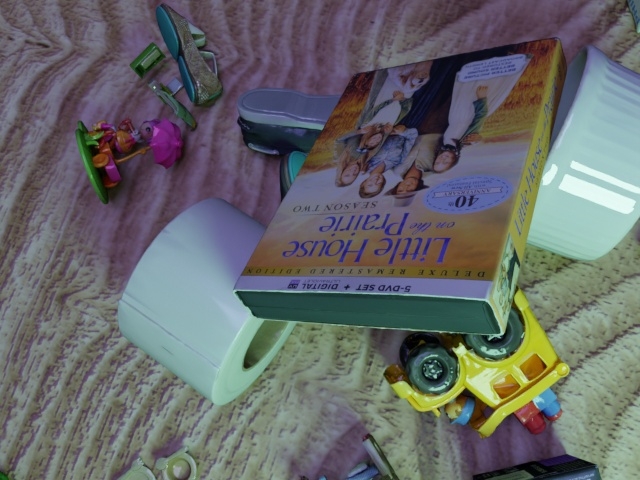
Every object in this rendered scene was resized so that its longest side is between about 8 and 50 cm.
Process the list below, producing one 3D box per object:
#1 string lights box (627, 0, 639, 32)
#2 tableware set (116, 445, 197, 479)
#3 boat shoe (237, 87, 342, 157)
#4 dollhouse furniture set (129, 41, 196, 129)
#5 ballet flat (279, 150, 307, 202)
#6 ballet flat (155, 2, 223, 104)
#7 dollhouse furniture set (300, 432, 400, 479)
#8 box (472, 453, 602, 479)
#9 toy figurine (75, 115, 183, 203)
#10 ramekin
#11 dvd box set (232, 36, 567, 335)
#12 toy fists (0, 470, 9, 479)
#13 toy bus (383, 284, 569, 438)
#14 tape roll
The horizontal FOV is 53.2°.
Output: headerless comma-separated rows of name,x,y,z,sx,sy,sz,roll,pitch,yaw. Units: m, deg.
string lights box,0.615,-0.426,0.988,0.259,0.077,0.133,-12,76,7
tableware set,-0.230,0.398,0.959,0.141,0.020,0.169,-28,74,2
boat shoe,0.015,-0.175,1.023,0.302,0.091,0.114,14,47,14
dollhouse furniture set,-0.255,-0.264,1.093,0.058,0.076,0.152,-43,73,-2
ballet flat,0.000,0.000,0.975,0.096,0.095,0.280,-40,76,36
ballet flat,-0.225,-0.329,1.118,0.067,0.073,0.206,-17,76,-23
dollhouse furniture set,0.041,0.349,0.841,0.129,0.184,0.129,-34,74,0
box,0.300,0.422,0.791,0.143,0.165,0.270,-16,74,5
toy figurine,-0.313,-0.161,1.078,0.159,0.130,0.173,-20,49,-10
ramekin,0.354,-0.106,0.859,0.135,0.277,0.277,24,81,7
dvd box set,0.108,-0.080,0.775,0.307,0.062,0.420,-1,47,34
toy fists,-0.520,0.491,0.948,0.142,0.096,0.279,-19,73,-6
toy bus,0.227,0.193,0.883,0.220,0.149,0.211,-36,90,2
tape roll,-0.137,0.085,0.904,0.169,0.246,0.246,32,84,14
